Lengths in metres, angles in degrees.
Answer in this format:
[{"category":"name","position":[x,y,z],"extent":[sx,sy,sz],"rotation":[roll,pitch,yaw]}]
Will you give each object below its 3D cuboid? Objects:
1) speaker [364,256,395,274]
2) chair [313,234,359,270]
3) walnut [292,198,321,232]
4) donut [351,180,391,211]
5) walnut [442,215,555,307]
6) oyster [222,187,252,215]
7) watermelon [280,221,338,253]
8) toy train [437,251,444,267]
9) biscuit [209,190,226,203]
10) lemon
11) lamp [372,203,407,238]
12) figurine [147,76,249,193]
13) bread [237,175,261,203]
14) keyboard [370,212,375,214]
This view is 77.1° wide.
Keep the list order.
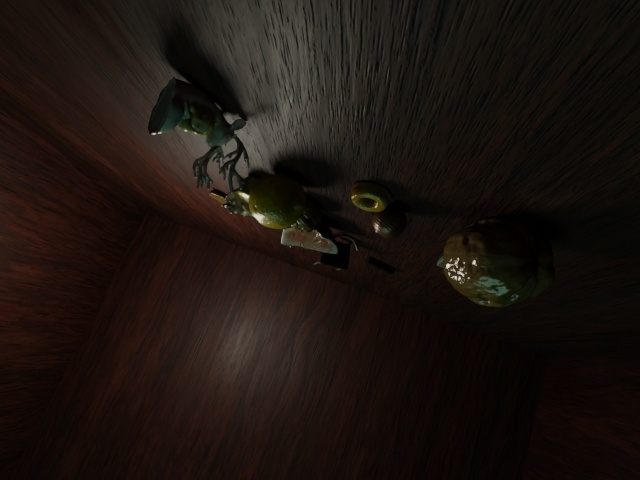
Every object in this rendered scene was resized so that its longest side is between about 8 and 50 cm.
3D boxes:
[{"category":"speaker","position":[0.367,0.154,2.465],"extent":[0.191,0.040,0.046],"rotation":[25,168,-17]},{"category":"chair","position":[0.084,0.071,2.266],"extent":[0.188,0.166,0.272],"rotation":[14,166,-15]},{"category":"walnut","position":[-0.082,-0.117,1.860],"extent":[0.156,0.155,0.184],"rotation":[12,165,33]},{"category":"donut","position":[0.180,-0.157,1.470],"extent":[0.152,0.058,0.152],"rotation":[19,158,8]},{"category":"walnut","position":[0.569,0.073,1.331],"extent":[0.306,0.306,0.344],"rotation":[27,172,-21]},{"category":"oyster","position":[-0.325,-0.171,2.051],"extent":[0.337,0.133,0.198],"rotation":[24,164,-21]},{"category":"watermelon","position":[-0.043,-0.029,2.063],"extent":[0.305,0.180,0.224],"rotation":[13,-166,-5]},{"category":"toy train","position":[0.575,0.072,1.801],"extent":[0.052,0.051,0.234],"rotation":[16,166,8]},{"category":"biscuit","position":[-0.571,-0.237,2.378],"extent":[0.176,0.031,0.228],"rotation":[23,168,-4]},{"category":"lemon","position":[-0.173,-0.162,1.654],"extent":[0.228,0.228,0.254],"rotation":[30,157,-34]},{"category":"lamp","position":[0.264,-0.074,1.535],"extent":[0.136,0.136,0.136],"rotation":[20,167,5]},{"category":"figurine","position":[-0.385,-0.319,1.306],"extent":[0.316,0.284,0.206],"rotation":[17,174,-39]},{"category":"bread","position":[-0.312,-0.230,1.830],"extent":[0.129,0.114,0.111],"rotation":[15,164,27]},{"category":"keyboard","position":[0.203,-0.144,1.603],"extent":[0.074,0.015,0.196],"rotation":[8,162,32]}]
